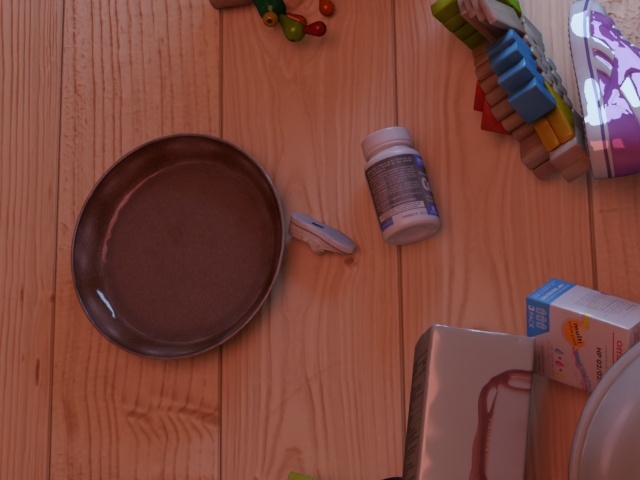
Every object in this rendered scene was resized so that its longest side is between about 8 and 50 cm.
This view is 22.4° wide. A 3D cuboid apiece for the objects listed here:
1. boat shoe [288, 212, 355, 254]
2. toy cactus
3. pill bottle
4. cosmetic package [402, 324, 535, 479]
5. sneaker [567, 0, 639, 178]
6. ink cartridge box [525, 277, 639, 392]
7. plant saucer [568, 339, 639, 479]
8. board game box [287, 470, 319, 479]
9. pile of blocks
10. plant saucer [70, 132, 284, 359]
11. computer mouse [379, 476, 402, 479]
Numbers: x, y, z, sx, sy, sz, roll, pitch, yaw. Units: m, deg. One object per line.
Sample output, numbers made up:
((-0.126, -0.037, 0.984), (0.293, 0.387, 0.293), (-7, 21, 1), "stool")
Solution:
((0.000, 0.000, 2.107), (0.100, 0.035, 0.035), (26, 114, 20), "boat shoe")
((-0.075, -0.358, 2.198), (0.180, 0.112, 0.219), (-18, 79, 25), "toy cactus")
((0.100, -0.070, 2.060), (0.078, 0.078, 0.137), (-20, 71, 14), "pill bottle")
((0.167, 0.261, 1.891), (0.129, 0.153, 0.296), (7, 77, -2), "cosmetic package")
((0.388, -0.193, 1.951), (0.161, 0.102, 0.282), (-12, 51, 11), "sneaker")
((0.331, 0.122, 1.885), (0.181, 0.061, 0.104), (17, 124, 39), "ink cartridge box")
((0.471, 0.274, 1.761), (0.400, 0.100, 0.400), (0, 91, 9), "plant saucer")
((-0.020, 0.385, 1.989), (0.092, 0.043, 0.181), (10, 79, 44), "board game box")
((0.215, -0.219, 2.020), (0.112, 0.149, 0.362), (-35, 64, 26), "pile of blocks")
((-0.186, 0.010, 2.161), (0.310, 0.050, 0.311), (-5, 75, 19), "plant saucer")
((0.103, 0.380, 1.961), (0.106, 0.042, 0.193), (-11, 72, 16), "computer mouse")
